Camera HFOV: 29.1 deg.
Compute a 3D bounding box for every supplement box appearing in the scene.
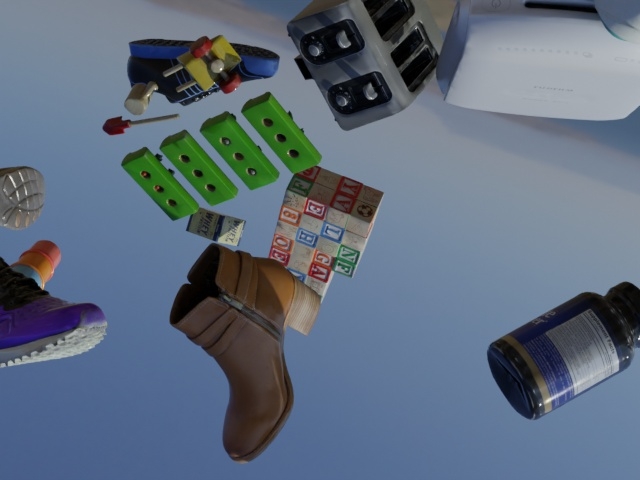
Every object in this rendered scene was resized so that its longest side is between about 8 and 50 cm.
[{"bbox_3d":[-0.213,-0.030,2.523,0.083,0.056,0.083,19,-176,33],"label":"supplement box"}]

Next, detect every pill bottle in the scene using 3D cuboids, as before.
[{"bbox_3d":[0.351,0.146,1.697,0.219,0.123,0.123,-27,-157,-12],"label":"pill bottle"}]

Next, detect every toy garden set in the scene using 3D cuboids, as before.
[{"bbox_3d":[-0.148,-0.141,1.506,0.244,0.049,0.204,-19,126,33],"label":"toy garden set"}]

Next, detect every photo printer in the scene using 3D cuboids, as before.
[{"bbox_3d":[0.272,-0.222,1.419,0.256,0.107,0.307,6,173,0],"label":"photo printer"}]

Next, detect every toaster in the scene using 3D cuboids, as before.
[{"bbox_3d":[0.068,-0.260,1.612,0.110,0.168,0.186,-10,-152,41],"label":"toaster"}]

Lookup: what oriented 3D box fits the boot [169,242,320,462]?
[{"bbox_3d":[-0.121,0.155,1.714,0.109,0.283,0.220,21,174,44],"label":"boot"}]

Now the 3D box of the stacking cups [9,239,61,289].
[{"bbox_3d":[-0.585,0.089,2.358,0.096,0.096,0.316,19,-154,-2],"label":"stacking cups"}]

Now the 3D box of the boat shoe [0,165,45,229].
[{"bbox_3d":[-0.610,-0.081,2.217,0.116,0.123,0.324,12,-172,18],"label":"boat shoe"}]

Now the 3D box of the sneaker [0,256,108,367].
[{"bbox_3d":[-0.377,0.075,1.438,0.293,0.146,0.102,-11,176,34],"label":"sneaker"}]

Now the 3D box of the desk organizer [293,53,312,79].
[{"bbox_3d":[0.016,-0.302,2.048,0.130,0.050,0.047,3,127,56],"label":"desk organizer"}]

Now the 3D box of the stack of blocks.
[{"bbox_3d":[0.000,0.000,2.380,0.171,0.297,0.087,22,-130,3],"label":"stack of blocks"}]

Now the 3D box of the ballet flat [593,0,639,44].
[{"bbox_3d":[0.291,-0.395,1.228,0.139,0.400,0.139,-17,170,-3],"label":"ballet flat"}]

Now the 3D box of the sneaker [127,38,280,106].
[{"bbox_3d":[-0.171,-0.242,1.804,0.232,0.090,0.081,7,-160,15],"label":"sneaker"}]
